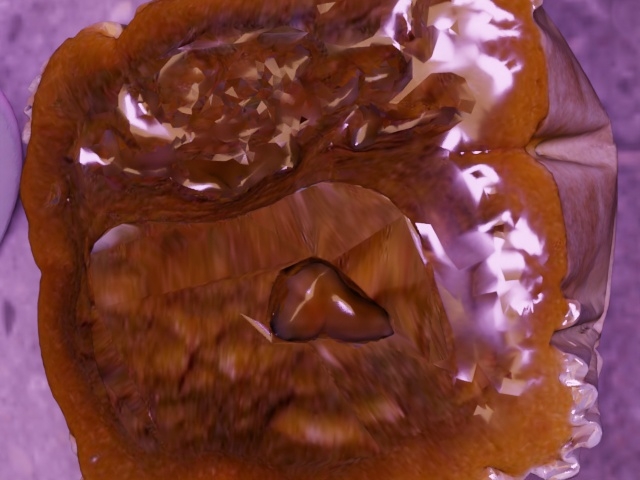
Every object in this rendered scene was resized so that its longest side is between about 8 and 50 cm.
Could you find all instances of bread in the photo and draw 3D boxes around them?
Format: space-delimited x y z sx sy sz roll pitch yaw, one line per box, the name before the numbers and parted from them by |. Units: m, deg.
bread | -0.002 0.000 0.498 0.209 0.110 0.192 -8 91 23

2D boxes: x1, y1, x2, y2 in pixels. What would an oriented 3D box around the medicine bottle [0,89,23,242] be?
medicine bottle | -0.286 -0.044 0.537 0.241 0.252 0.252 43 108 16
